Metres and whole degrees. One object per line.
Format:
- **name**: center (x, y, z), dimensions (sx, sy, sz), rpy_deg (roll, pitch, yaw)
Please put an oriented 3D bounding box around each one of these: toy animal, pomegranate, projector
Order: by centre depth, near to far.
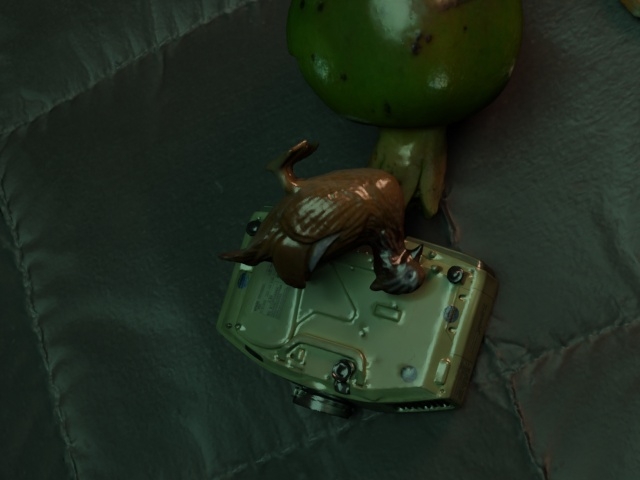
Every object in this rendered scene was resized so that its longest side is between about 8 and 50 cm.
- **toy animal**: center (0.000, 0.000, 1.241), dimensions (0.188, 0.089, 0.179), rpy_deg (-33, 91, 13)
- **pomegranate**: center (0.089, -0.166, 1.268), dimensions (0.236, 0.236, 0.302), rpy_deg (2, 104, 25)
- **projector**: center (0.026, 0.080, 1.308), dimensions (0.269, 0.088, 0.194), rpy_deg (14, 83, 26)

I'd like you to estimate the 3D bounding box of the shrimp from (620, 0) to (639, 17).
- **shrimp**: center (0.314, -0.282, 1.272), dimensions (0.091, 0.043, 0.184), rpy_deg (-46, 66, 14)
